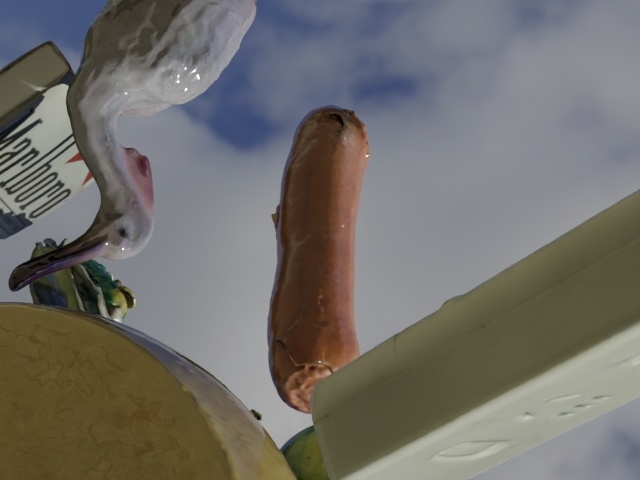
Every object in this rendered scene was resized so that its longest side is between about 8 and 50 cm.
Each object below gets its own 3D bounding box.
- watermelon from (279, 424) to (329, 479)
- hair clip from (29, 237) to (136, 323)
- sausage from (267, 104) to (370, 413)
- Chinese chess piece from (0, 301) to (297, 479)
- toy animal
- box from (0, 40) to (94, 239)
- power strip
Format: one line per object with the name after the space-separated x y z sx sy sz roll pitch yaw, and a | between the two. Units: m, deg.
0.024 0.235 1.202 0.140 0.141 0.187 -14 -120 14 | watermelon
-0.149 0.157 1.106 0.091 0.321 0.138 -7 -170 -22 | hair clip
0.000 0.000 1.508 0.094 0.094 0.419 -55 -160 38 | sausage
-0.116 0.145 0.527 0.250 0.097 0.251 -7 -116 15 | Chinese chess piece
-0.117 -0.123 0.975 0.090 0.195 0.324 -10 -101 53 | toy animal
-0.207 -0.065 1.050 0.115 0.177 0.036 -37 -105 -6 | box
0.111 0.042 0.664 0.338 0.098 0.058 -35 -118 42 | power strip
